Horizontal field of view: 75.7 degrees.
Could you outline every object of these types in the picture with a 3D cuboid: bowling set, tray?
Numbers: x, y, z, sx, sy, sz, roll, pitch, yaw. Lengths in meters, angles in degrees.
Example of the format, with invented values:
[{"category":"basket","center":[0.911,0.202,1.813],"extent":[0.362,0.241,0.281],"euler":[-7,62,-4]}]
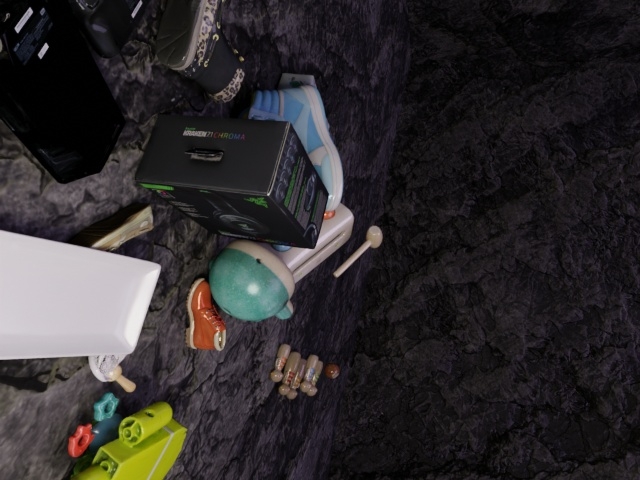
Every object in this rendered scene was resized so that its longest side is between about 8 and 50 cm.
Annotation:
[{"category":"bowling set","center":[-0.049,0.481,1.437],"extent":[0.287,0.200,0.154],"euler":[61,43,-57]},{"category":"tray","center":[-0.334,0.074,0.521],"extent":[0.270,0.030,0.145],"euler":[26,78,-61]}]

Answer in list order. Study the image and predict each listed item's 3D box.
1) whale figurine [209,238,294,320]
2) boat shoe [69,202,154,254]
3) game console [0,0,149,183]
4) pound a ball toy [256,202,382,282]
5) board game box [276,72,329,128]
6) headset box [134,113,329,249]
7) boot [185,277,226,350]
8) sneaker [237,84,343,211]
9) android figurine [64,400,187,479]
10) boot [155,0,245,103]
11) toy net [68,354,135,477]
[{"category":"whale figurine","center":[-0.164,0.118,0.890],"extent":[0.141,0.216,0.272],"euler":[-54,177,-35]},{"category":"boat shoe","center":[-0.303,-0.008,0.613],"extent":[0.153,0.056,0.048],"euler":[-66,153,-59]},{"category":"game console","center":[-0.281,-0.262,0.519],"extent":[0.213,0.044,0.361],"euler":[99,2,-63]},{"category":"pound a ball toy","center":[0.000,0.000,1.107],"extent":[0.319,0.208,0.135],"euler":[-37,151,-28]},{"category":"board game box","center":[-0.074,-0.262,1.137],"extent":[0.224,0.098,0.303],"euler":[60,43,-65]},{"category":"headset box","center":[-0.143,-0.101,0.746],"extent":[0.283,0.247,0.131],"euler":[55,46,-67]},{"category":"boot","center":[-0.233,0.157,0.865],"extent":[0.059,0.085,0.157],"euler":[-29,124,-66]},{"category":"sneaker","center":[-0.079,-0.204,0.932],"extent":[0.127,0.208,0.318],"euler":[134,-56,-60]},{"category":"android figurine","center":[-0.313,0.376,0.655],"extent":[0.248,0.056,0.273],"euler":[-62,166,3]},{"category":"boot","center":[-0.191,-0.381,0.733],"extent":[0.178,0.085,0.236],"euler":[26,80,-74]},{"category":"toy net","center":[-0.342,0.240,0.634],"extent":[0.122,0.045,0.232],"euler":[-13,110,-69]}]
